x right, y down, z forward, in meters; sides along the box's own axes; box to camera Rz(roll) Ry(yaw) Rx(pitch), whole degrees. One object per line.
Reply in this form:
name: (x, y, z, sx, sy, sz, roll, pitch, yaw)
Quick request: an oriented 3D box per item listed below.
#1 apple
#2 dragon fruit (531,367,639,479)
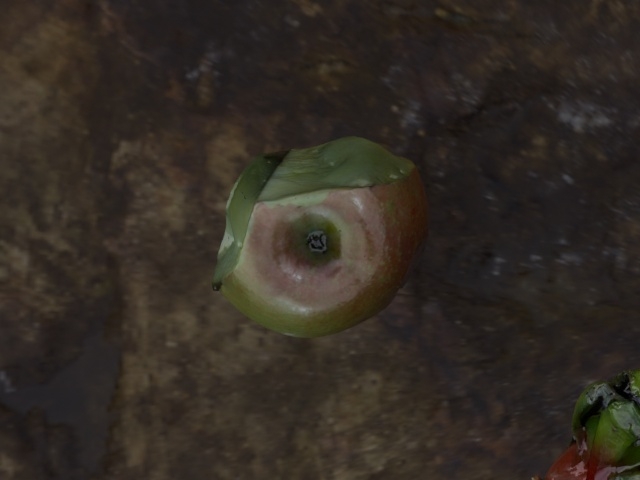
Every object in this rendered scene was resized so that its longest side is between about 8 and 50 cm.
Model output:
apple: (0.000, 0.000, 1.396, 0.207, 0.188, 0.173, -23, 113, 10)
dragon fruit: (0.235, 0.203, 1.034, 0.200, 0.269, 0.198, 34, 59, 17)
